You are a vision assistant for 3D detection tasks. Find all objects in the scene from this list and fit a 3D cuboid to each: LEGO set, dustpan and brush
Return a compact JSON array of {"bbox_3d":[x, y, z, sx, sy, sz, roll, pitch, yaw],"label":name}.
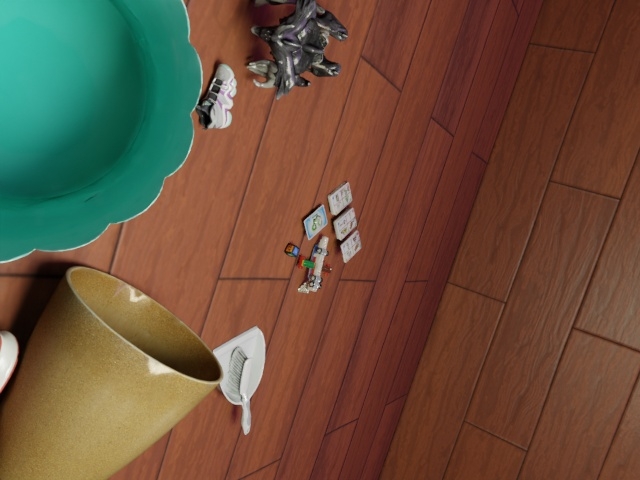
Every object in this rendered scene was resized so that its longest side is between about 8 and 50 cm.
[{"bbox_3d":[0.000,0.000,1.299,0.244,0.060,0.182,-44,131,-42],"label":"LEGO set"},{"bbox_3d":[-0.160,0.299,1.171,0.147,0.060,0.211,-23,128,-54],"label":"dustpan and brush"}]

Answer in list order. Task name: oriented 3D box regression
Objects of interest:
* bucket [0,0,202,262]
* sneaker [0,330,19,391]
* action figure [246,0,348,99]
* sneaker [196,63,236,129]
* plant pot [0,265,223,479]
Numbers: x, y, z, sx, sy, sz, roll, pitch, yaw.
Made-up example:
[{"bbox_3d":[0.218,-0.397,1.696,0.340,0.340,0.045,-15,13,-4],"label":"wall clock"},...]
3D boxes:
[{"bbox_3d":[-0.254,-0.134,0.479,0.281,0.183,0.281,-7,107,-24],"label":"bucket"},{"bbox_3d":[-0.433,0.187,0.611,0.128,0.087,0.221,40,60,-52],"label":"sneaker"},{"bbox_3d":[-0.049,-0.308,0.886,0.275,0.141,0.164,-41,146,-67],"label":"action figure"},{"bbox_3d":[-0.160,-0.210,0.853,0.069,0.038,0.098,-30,133,-51],"label":"sneaker"},{"bbox_3d":[-0.294,0.203,0.730,0.254,0.237,0.237,-52,151,-1],"label":"plant pot"}]
